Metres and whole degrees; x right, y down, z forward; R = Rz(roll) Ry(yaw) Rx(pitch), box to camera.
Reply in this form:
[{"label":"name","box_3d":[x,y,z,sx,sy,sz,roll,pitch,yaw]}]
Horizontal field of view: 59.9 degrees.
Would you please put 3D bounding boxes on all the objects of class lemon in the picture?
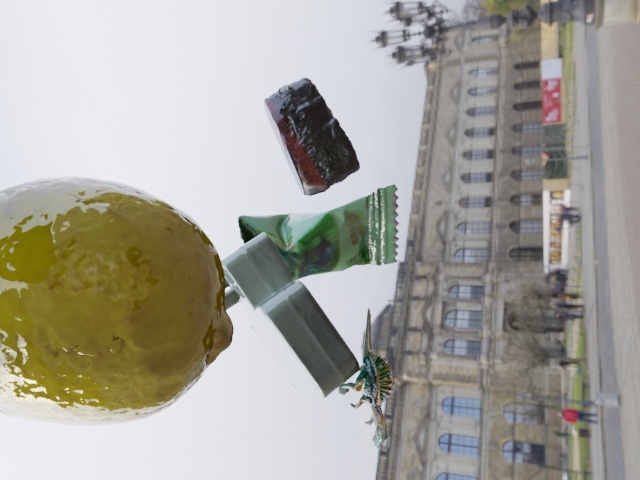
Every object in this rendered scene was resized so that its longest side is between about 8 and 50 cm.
[{"label":"lemon","box_3d":[-0.235,0.059,0.570,0.260,0.283,0.261,21,-90,-75]}]

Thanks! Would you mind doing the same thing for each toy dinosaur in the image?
[{"label":"toy dinosaur","box_3d":[0.080,0.203,0.829,0.044,0.106,0.188,19,-95,-26]}]

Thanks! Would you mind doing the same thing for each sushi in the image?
[{"label":"sushi","box_3d":[-0.018,-0.206,1.109,0.136,0.126,0.225,105,140,-82]}]

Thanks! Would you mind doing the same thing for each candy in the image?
[{"label":"candy","box_3d":[0.001,0.005,1.361,0.263,0.397,0.172,80,-179,-53]}]

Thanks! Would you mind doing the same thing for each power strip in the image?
[{"label":"power strip","box_3d":[-0.076,0.134,0.886,0.261,0.141,0.229,55,163,4]}]
